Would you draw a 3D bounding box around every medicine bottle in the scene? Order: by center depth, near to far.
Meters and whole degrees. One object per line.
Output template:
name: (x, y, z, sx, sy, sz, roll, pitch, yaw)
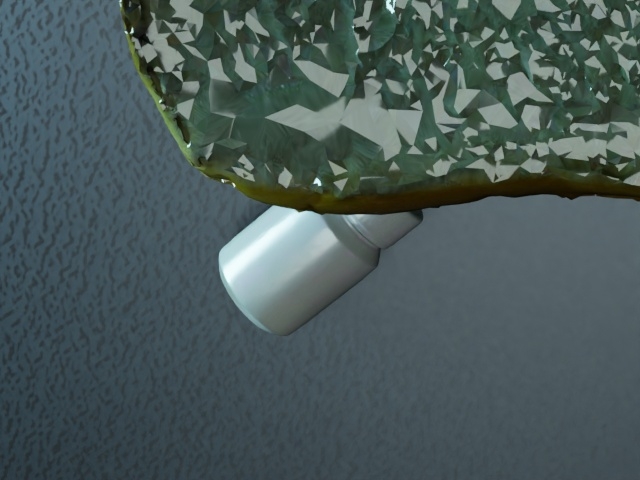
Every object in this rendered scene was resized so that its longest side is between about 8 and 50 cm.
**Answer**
medicine bottle: (0.000, 0.000, 0.644, 0.089, 0.052, 0.052, -39, 95, 16)

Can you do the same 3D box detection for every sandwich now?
sandwich: (0.072, -0.139, 0.481, 0.301, 0.099, 0.271, 0, 104, 12)
